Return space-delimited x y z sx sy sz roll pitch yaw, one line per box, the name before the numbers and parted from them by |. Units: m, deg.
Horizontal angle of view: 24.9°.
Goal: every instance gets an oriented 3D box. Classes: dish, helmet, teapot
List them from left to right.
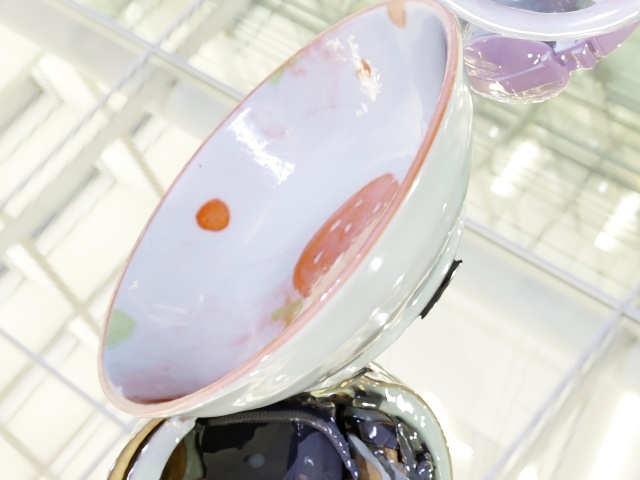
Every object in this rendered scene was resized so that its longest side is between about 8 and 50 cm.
helmet | -0.030 0.153 0.926 0.224 0.130 0.198 -17 -75 -2
dish | 0.000 0.000 0.747 0.085 0.260 0.260 39 -98 -25
teapot | 0.156 -0.164 0.998 0.116 0.148 0.146 79 -159 -63

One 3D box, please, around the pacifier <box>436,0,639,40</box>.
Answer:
pacifier | 0.055 -0.093 0.337 0.078 0.099 0.081 -84 7 -52
